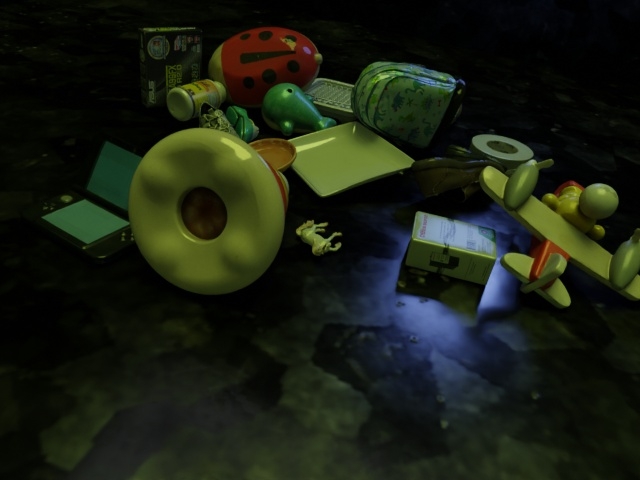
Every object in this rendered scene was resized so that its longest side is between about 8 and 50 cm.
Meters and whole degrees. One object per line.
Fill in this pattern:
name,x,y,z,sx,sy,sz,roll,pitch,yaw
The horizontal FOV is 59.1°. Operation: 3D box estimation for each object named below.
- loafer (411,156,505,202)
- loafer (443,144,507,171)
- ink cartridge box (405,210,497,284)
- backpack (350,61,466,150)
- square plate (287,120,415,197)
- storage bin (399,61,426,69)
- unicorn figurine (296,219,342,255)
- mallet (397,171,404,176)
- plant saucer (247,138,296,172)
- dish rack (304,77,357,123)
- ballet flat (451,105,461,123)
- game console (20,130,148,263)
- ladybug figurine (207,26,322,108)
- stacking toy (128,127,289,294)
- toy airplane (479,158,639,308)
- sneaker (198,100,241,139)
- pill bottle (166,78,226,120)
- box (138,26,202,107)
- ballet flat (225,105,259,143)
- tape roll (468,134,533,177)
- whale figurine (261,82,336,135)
loafer,0.426,-0.180,1.754,0.366,0.129,0.134,-2,-1,-32
loafer,0.520,-0.259,1.913,0.223,0.078,0.076,25,6,32
ink cartridge box,0.329,0.016,1.430,0.209,0.086,0.153,15,33,7
backpack,0.280,-0.463,1.907,0.356,0.290,0.273,21,28,-11
square plate,0.063,-0.254,1.776,0.344,0.049,0.347,-20,42,-23
storage bin,0.373,-0.642,2.370,0.122,0.180,0.084,7,33,-3
unicorn figurine,0.000,0.000,1.412,0.111,0.060,0.162,-23,28,-39
mallet,0.182,-0.249,1.856,0.190,0.039,0.062,30,40,22
plant saucer,-0.169,-0.245,1.718,0.200,0.037,0.199,-6,40,5
dish rack,0.061,-0.558,2.265,0.286,0.072,0.333,17,34,14
ballet flat,0.404,-0.515,2.181,0.483,0.163,0.182,-12,0,-26
game console,-0.526,-0.112,1.341,0.293,0.173,0.250,24,35,23
ladybug figurine,-0.218,-0.658,2.109,0.450,0.304,0.162,-9,-5,10
stacking toy,-0.190,-0.090,1.355,0.351,0.350,0.480,17,14,12
toy airplane,0.607,-0.028,1.391,0.387,0.272,0.384,6,50,-31
sneaker,-0.338,-0.360,1.805,0.105,0.115,0.281,-26,40,-18
pill bottle,-0.437,-0.508,2.024,0.117,0.117,0.215,24,35,22
box,-0.540,-0.628,2.043,0.216,0.269,0.060,-17,40,-35
ballet flat,-0.256,-0.389,1.923,0.087,0.083,0.247,8,32,-28
tape roll,0.637,-0.302,2.011,0.220,0.072,0.219,7,32,-4
whale figurine,-0.074,-0.459,2.001,0.272,0.141,0.216,27,55,6
